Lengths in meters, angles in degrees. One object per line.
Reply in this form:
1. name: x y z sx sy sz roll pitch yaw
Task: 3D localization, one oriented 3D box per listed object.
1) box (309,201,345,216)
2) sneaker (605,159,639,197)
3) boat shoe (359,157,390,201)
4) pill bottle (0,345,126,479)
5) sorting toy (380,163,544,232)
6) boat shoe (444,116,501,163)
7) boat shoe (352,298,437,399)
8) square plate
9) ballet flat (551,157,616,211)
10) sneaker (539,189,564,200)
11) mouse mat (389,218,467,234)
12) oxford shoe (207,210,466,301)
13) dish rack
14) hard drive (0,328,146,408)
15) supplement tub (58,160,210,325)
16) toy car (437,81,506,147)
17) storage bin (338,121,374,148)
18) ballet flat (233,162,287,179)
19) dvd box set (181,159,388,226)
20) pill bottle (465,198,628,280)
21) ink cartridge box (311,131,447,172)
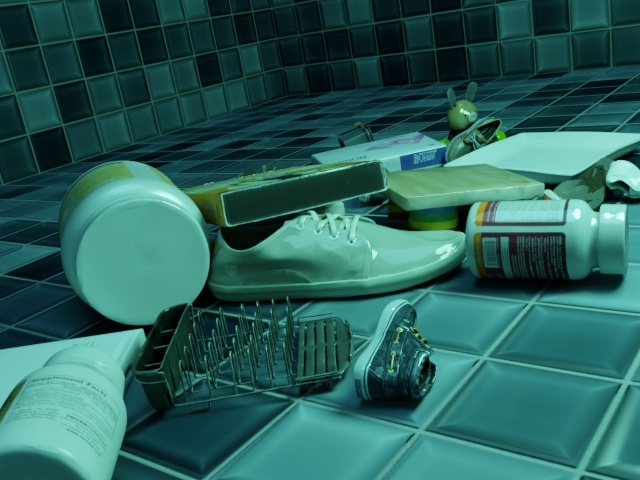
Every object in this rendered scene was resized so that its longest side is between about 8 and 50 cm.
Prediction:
1. box: 0.005 -0.086 1.567 0.067 0.063 0.324 -11 18 -2
2. sneaker: 0.610 -0.100 1.298 0.152 0.054 0.061 19 55 28
3. boat shoe: 0.140 -0.143 1.659 0.076 0.080 0.228 10 18 5
4. pill bottle: -0.275 0.205 0.727 0.131 0.131 0.229 -11 18 -3
5. sorting toy: 0.246 -0.075 1.316 0.255 0.089 0.257 -6 16 -9
6. boat shoe: 0.394 -0.260 1.786 0.183 0.066 0.066 -46 13 -15
7. boat shoe: 0.109 0.135 0.854 0.083 0.065 0.183 0 27 25
8. square plate: 0.531 -0.196 1.642 0.347 0.049 0.344 -24 22 -36
9. ballet flat: 0.510 -0.091 1.339 0.084 0.058 0.250 40 48 19
10. sneaker: 0.418 -0.025 1.199 0.061 0.065 0.158 29 21 -25
11. mouse mat: 0.231 -0.021 1.341 0.152 0.007 0.189 -17 18 -20
12. oxford shoe: 0.020 0.014 1.159 0.449 0.130 0.169 -5 16 9
13. dish rack: -0.093 0.139 0.924 0.271 0.074 0.208 -9 19 2
14. hard drive: -0.416 0.201 0.962 0.307 0.040 0.203 -9 18 3
15. supplement tub: -0.328 -0.003 1.211 0.241 0.241 0.331 -16 19 -17
16. toy car: 0.400 -0.329 1.887 0.155 0.188 0.149 -19 20 -26
17. storage bin: 0.110 -0.310 2.158 0.091 0.098 0.135 -22 19 -3
18. ballet flat: -0.200 -0.106 1.714 0.280 0.095 0.096 -23 29 -6
19. dvd box set: -0.100 -0.096 1.354 0.307 0.062 0.420 -14 9 -21
20. pill bottle: 0.338 -0.001 1.037 0.221 0.121 0.121 0 21 27
21. ink cartridge box: 0.147 -0.235 1.938 0.324 0.071 0.330 -13 20 -9
